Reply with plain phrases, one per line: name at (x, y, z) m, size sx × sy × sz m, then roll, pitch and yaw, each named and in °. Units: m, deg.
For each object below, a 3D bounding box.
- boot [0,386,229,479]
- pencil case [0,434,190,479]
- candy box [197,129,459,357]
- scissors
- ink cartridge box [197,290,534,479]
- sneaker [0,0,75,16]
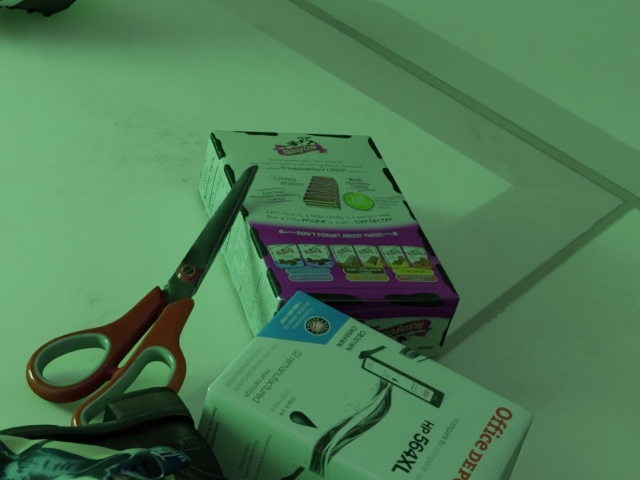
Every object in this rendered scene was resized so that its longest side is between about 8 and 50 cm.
boot at (-0.110, 0.210, 0.861) m, size 0.263 × 0.091 × 0.229 m, roll -22°, pitch 56°, yaw -37°
pencil case at (-0.272, 0.155, 0.727) m, size 0.410 × 0.183 × 0.160 m, roll 7°, pitch 64°, yaw 10°
candy box at (0.000, 0.000, 1.207) m, size 0.159 × 0.071 × 0.233 m, roll 1°, pitch 39°, yaw -22°
scissors at (-0.102, 0.045, 1.086) m, size 0.109 × 0.021 × 0.297 m, roll 27°, pitch 50°, yaw 24°
ink cartridge box at (0.032, 0.143, 1.012) m, size 0.203 × 0.086 × 0.148 m, roll 26°, pitch 35°, yaw 13°
sneaker at (-0.318, -0.272, 1.424) m, size 0.276 × 0.135 × 0.097 m, roll -27°, pitch 63°, yaw -16°
